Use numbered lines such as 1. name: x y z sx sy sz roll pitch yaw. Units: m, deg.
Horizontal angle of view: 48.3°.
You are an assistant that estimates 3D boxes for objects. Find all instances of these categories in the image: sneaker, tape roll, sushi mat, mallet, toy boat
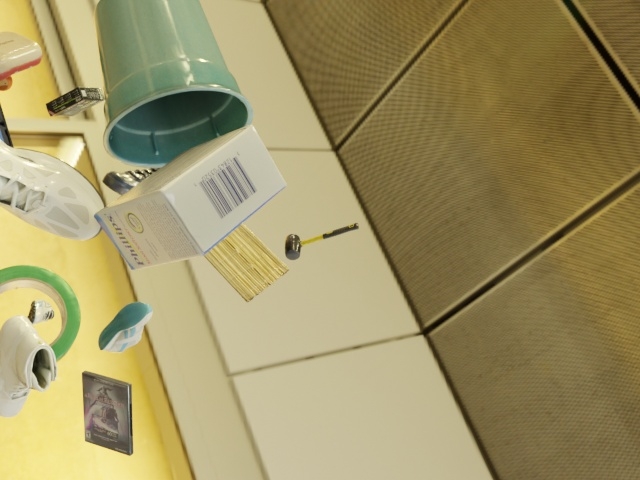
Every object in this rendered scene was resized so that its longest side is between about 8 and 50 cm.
1. sneaker: -0.990 0.256 2.534 0.237 0.086 0.085 -170 -83 -74
2. tape roll: -0.885 0.235 2.128 0.077 0.321 0.321 -41 -117 56
3. sneaker: -0.654 -0.096 1.414 0.169 0.447 0.257 -48 -161 22
4. sushi mat: -0.241 0.032 2.014 0.316 0.151 0.019 43 -24 27
5. sneaker: -0.745 0.353 1.780 0.169 0.108 0.293 32 -63 35
6. mallet: 0.000 0.000 1.690 0.189 0.039 0.062 -13 -137 21
7. toy boat: -0.928 -0.505 2.080 0.151 0.231 0.151 25 -56 8
8. sneaker: -0.593 0.270 2.228 0.228 0.092 0.087 -38 -128 24
9. sneaker: -0.441 -0.170 1.922 0.112 0.319 0.131 38 -74 26

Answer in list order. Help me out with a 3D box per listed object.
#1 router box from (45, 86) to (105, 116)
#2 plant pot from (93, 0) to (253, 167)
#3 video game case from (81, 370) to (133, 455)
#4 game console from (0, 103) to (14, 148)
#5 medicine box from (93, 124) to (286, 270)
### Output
1. router box: -0.651 -0.367 1.895 0.122 0.092 0.038 -19 -86 22
2. plant pot: -0.362 -0.396 1.649 0.341 0.341 0.334 -35 -114 46
3. video game case: -0.733 0.595 2.458 0.196 0.026 0.274 10 -70 20
4. game console: -0.971 -0.274 1.854 0.173 0.250 0.293 18 -44 15
5. medicine box: -0.266 -0.083 1.453 0.289 0.263 0.149 -11 -65 48
